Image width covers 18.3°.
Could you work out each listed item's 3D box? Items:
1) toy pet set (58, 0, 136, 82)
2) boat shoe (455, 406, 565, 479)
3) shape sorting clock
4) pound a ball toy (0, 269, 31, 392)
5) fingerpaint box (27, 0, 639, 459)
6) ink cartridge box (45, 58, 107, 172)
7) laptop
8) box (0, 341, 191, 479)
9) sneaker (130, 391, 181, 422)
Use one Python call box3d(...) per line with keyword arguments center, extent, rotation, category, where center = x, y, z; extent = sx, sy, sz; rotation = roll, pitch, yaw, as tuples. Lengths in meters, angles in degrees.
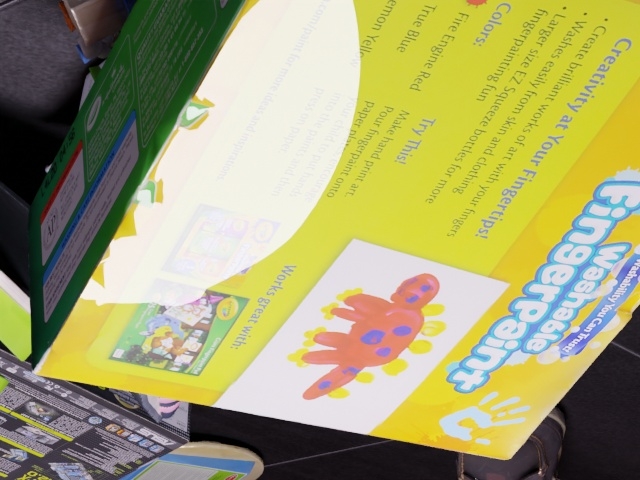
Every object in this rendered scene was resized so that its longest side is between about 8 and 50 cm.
box3d(center=(-0.136, -0.150, 1.376), extent=(0.065, 0.122, 0.114), rotation=(-26, 136, -8), category="toy pet set")
box3d(center=(0.223, 0.277, 2.300), extent=(0.132, 0.130, 0.355), rotation=(-3, 157, 12), category="boat shoe")
box3d(center=(-0.173, 0.283, 2.468), extent=(0.206, 0.040, 0.206), rotation=(0, 154, 0), category="shape sorting clock")
box3d(center=(-0.369, 0.093, 1.775), extent=(0.136, 0.208, 0.319), rotation=(37, 173, 14), category="pound a ball toy")
box3d(center=(0.059, -0.071, 1.277), extent=(0.371, 0.163, 0.445), rotation=(12, 135, -23), category="fingerpaint box")
box3d(center=(-0.004, -0.089, 1.518), extent=(0.324, 0.071, 0.330), rotation=(13, 162, -25), category="ink cartridge box")
box3d(center=(-0.185, -0.022, 1.696), extent=(0.264, 0.136, 0.234), rotation=(-15, -177, -24), category="laptop")
box3d(center=(-0.307, 0.180, 2.117), extent=(0.270, 0.060, 0.216), rotation=(30, 135, -34), category="box")
box3d(center=(-0.143, 0.099, 1.947), extent=(0.131, 0.112, 0.319), rotation=(-38, 178, -8), category="sneaker")
